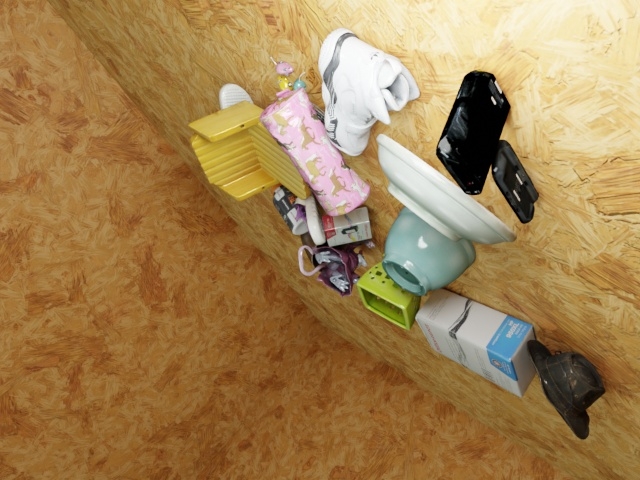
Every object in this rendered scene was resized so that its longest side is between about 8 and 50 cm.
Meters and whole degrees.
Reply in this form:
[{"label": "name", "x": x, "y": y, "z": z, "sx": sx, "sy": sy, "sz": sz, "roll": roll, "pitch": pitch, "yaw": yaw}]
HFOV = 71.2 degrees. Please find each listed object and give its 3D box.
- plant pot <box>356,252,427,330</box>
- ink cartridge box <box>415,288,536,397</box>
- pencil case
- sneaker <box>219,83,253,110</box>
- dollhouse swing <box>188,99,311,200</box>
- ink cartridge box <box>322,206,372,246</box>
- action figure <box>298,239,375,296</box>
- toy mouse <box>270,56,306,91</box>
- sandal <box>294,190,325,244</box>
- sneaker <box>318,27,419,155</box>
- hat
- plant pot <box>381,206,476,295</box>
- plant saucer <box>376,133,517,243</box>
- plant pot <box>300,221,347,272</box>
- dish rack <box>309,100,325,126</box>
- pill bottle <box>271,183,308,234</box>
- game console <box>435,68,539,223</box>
[{"label": "plant pot", "x": 0.306, "y": 0.194, "z": 1.805, "sx": 0.228, "sy": 0.207, "sz": 0.227, "roll": 27, "pitch": 158, "yaw": 29}, {"label": "ink cartridge box", "x": 0.595, "y": 0.375, "z": 1.698, "sx": 0.394, "sy": 0.166, "sz": 0.285, "roll": 23, "pitch": 154, "yaw": 45}, {"label": "pencil case", "x": -0.012, "y": -0.253, "z": 1.297, "sx": 0.386, "sy": 0.160, "sz": 0.167, "roll": 52, "pitch": 172, "yaw": -24}, {"label": "sneaker", "x": -0.326, "y": -0.460, "z": 1.751, "sx": 0.150, "sy": 0.135, "sz": 0.366, "roll": 30, "pitch": 157, "yaw": 32}, {"label": "dollhouse swing", "x": -0.249, "y": -0.262, "z": 1.632, "sx": 0.305, "sy": 0.315, "sz": 0.347, "roll": 57, "pitch": 168, "yaw": 32}, {"label": "ink cartridge box", "x": 0.104, "y": -0.052, "z": 1.719, "sx": 0.127, "sy": 0.175, "sz": 0.072, "roll": 70, "pitch": -171, "yaw": -58}, {"label": "action figure", "x": 0.095, "y": 0.113, "z": 1.916, "sx": 0.275, "sy": 0.248, "sz": 0.370, "roll": 3, "pitch": -169, "yaw": 19}, {"label": "toy mouse", "x": -0.092, "y": -0.485, "z": 1.349, "sx": 0.143, "sy": 0.031, "sz": 0.161, "roll": 16, "pitch": 149, "yaw": 55}, {"label": "sandal", "x": -0.058, "y": -0.112, "z": 1.777, "sx": 0.416, "sy": 0.102, "sz": 0.170, "roll": -102, "pitch": -7, "yaw": -66}, {"label": "sneaker", "x": 0.119, "y": -0.321, "z": 1.104, "sx": 0.210, "sy": 0.137, "sz": 0.366, "roll": 35, "pitch": 159, "yaw": 29}, {"label": "hat", "x": 0.806, "y": 0.445, "z": 1.420, "sx": 0.134, "sy": 0.331, "sz": 0.331, "roll": -36, "pitch": 105, "yaw": 29}, {"label": "plant pot", "x": 0.325, "y": 0.055, "z": 1.467, "sx": 0.293, "sy": 0.196, "sz": 0.293, "roll": 38, "pitch": 163, "yaw": 14}, {"label": "plant saucer", "x": 0.273, "y": -0.098, "z": 1.071, "sx": 0.400, "sy": 0.101, "sz": 0.400, "roll": 34, "pitch": -167, "yaw": -9}, {"label": "plant pot", "x": 0.000, "y": 0.000, "z": 2.076, "sx": 0.230, "sy": 0.215, "sz": 0.215, "roll": 44, "pitch": 170, "yaw": 47}, {"label": "dish rack", "x": -0.012, "y": -0.350, "z": 1.442, "sx": 0.208, "sy": 0.074, "sz": 0.271, "roll": 39, "pitch": 161, "yaw": 6}, {"label": "pill bottle", "x": -0.130, "y": -0.154, "z": 2.010, "sx": 0.246, "sy": 0.130, "sz": 0.130, "roll": 55, "pitch": 169, "yaw": 24}, {"label": "game console", "x": 0.358, "y": -0.151, "z": 0.904, "sx": 0.044, "sy": 0.213, "sz": 0.361, "roll": 3, "pitch": 151, "yaw": 48}]
